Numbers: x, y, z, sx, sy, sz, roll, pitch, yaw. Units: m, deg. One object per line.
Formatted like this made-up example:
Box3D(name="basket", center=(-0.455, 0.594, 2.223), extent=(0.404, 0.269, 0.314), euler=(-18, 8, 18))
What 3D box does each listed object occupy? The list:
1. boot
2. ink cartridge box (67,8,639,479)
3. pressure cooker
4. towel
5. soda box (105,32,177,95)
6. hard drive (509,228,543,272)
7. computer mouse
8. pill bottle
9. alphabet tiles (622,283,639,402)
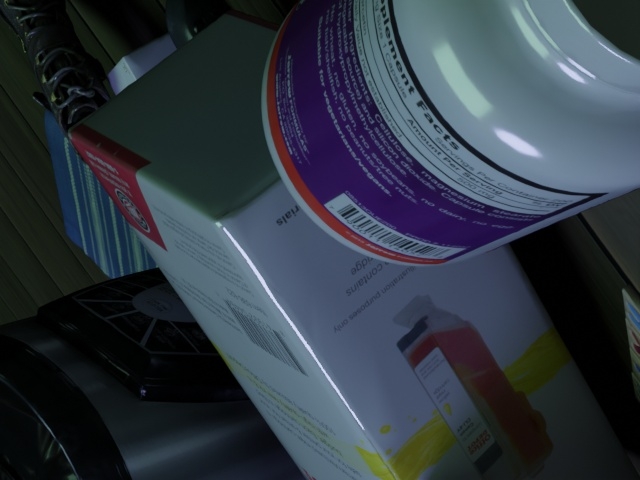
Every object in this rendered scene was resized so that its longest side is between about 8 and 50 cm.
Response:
Box3D(name="boot", center=(-0.241, -0.200, 1.460), extent=(0.229, 0.091, 0.263), euler=(62, 177, 31))
Box3D(name="ink cartridge box", center=(0.026, 0.052, 1.187), extent=(0.279, 0.160, 0.384), euler=(28, 153, 58))
Box3D(name="pressure cooker", center=(-0.141, 0.217, 1.562), extent=(0.375, 0.420, 0.370), euler=(-24, 83, 46))
Box3D(name="towel", center=(-0.178, 0.017, 1.840), extent=(0.336, 0.040, 0.243), euler=(41, 155, 25))
Box3D(name="soda box", center=(-0.093, -0.067, 1.425), extent=(0.216, 0.069, 0.074), euler=(60, 159, -2))
Box3D(name="hard drive", center=(0.109, -0.028, 1.139), extent=(0.094, 0.022, 0.135), euler=(46, 158, 18))
Box3D(name="computer mouse", center=(-0.053, -0.099, 1.337), extent=(0.242, 0.041, 0.071), euler=(55, 155, 2))
Box3D(name="pill bottle", center=(0.095, -0.097, 0.828), extent=(0.181, 0.181, 0.323), euler=(54, 159, -2))
Box3D(name="alphabet tiles", center=(0.250, 0.153, 1.046), extent=(0.198, 0.009, 0.237), euler=(56, 174, 32))
